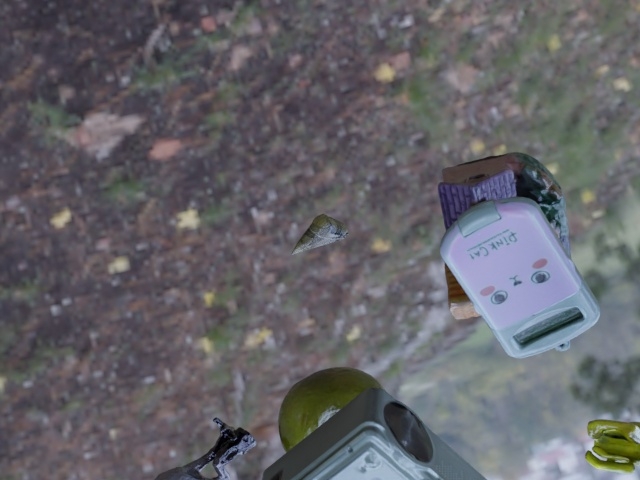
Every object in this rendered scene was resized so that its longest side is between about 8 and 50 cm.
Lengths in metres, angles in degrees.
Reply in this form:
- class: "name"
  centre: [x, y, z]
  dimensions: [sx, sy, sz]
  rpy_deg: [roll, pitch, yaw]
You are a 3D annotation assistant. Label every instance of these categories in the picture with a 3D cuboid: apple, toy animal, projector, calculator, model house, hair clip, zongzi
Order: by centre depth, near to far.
- class: "hair clip"
  centre: [0.282, 0.188, 1.247]
  dimensions: [0.072, 0.046, 0.173]
  rpy_deg: [5, 173, 29]
- class: "projector"
  centre: [0.082, 0.301, 1.457]
  dimensions: [0.256, 0.099, 0.192]
  rpy_deg: [42, 113, -15]
- class: "calculator"
  centre: [0.256, 0.050, 1.746]
  dimensions: [0.141, 0.045, 0.246]
  rpy_deg: [-26, 115, 18]
- class: "model house"
  centre: [0.295, 0.000, 2.162]
  dimensions: [0.202, 0.237, 0.237]
  rpy_deg: [-5, -165, 8]
- class: "zongzi"
  centre: [0.000, 0.000, 2.184]
  dimensions: [0.083, 0.040, 0.076]
  rpy_deg: [-51, 149, 10]
- class: "apple"
  centre: [0.028, 0.305, 2.277]
  dimensions: [0.196, 0.196, 0.157]
  rpy_deg: [-15, 179, -3]
- class: "toy animal"
  centre: [-0.256, 0.445, 2.453]
  dimensions: [0.324, 0.090, 0.195]
  rpy_deg: [-34, 144, -29]
